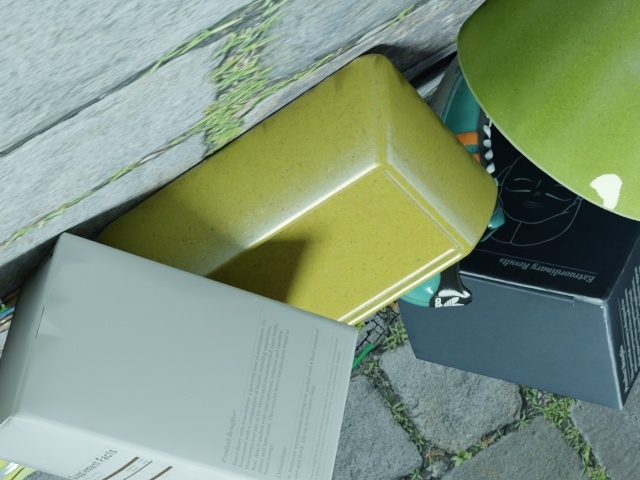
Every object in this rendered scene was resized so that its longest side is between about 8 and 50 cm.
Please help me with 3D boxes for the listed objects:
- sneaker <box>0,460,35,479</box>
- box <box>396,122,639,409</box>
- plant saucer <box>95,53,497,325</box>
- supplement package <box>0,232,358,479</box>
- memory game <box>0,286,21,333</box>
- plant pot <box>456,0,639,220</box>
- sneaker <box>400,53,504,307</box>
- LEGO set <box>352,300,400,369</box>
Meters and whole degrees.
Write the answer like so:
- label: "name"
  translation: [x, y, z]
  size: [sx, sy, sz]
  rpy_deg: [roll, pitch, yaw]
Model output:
- label: "sneaker"
  translation: [-0.346, 0.235, 2.178]
  size: [0.385, 0.147, 0.145]
  rpy_deg: [-24, -160, -27]
- label: "box"
  translation: [0.311, -0.023, 1.981]
  size: [0.294, 0.212, 0.395]
  rpy_deg: [13, -128, 29]
- label: "plant saucer"
  translation: [0.000, 0.000, 1.533]
  size: [0.333, 0.081, 0.333]
  rpy_deg: [-33, 147, 12]
- label: "supplement package"
  translation: [-0.143, 0.138, 1.425]
  size: [0.175, 0.293, 0.177]
  rpy_deg: [142, -36, -60]
- label: "memory game"
  translation: [-0.330, 0.081, 1.567]
  size: [0.186, 0.012, 0.186]
  rpy_deg: [-32, 177, -2]
- label: "plant pot"
  translation: [0.312, -0.212, 1.322]
  size: [0.275, 0.275, 0.293]
  rpy_deg: [-27, 159, -52]
- label: "sneaker"
  translation: [0.159, -0.066, 1.748]
  size: [0.108, 0.121, 0.302]
  rpy_deg: [75, 33, -77]
- label: "LEGO set"
  translation: [0.006, 0.036, 2.090]
  size: [0.331, 0.192, 0.255]
  rpy_deg: [-51, 154, 1]
